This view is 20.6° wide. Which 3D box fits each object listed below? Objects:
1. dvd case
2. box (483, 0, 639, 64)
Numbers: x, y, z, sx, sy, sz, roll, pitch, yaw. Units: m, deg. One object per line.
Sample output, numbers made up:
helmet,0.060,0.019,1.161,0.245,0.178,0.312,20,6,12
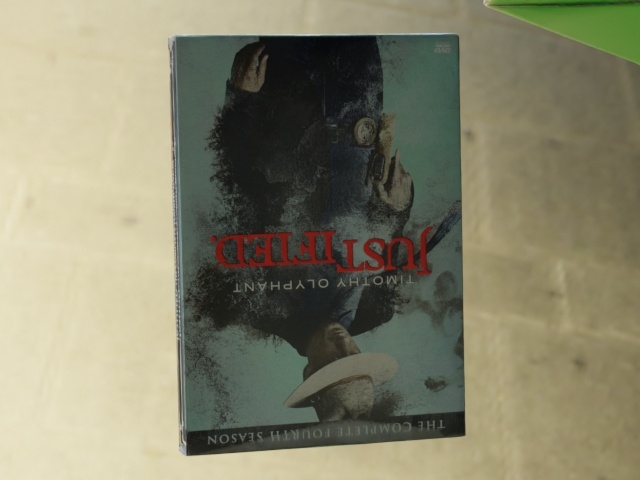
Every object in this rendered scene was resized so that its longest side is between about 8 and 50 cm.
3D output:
dvd case,0.000,0.000,0.508,0.087,0.119,0.013,-1,4,-17
box,0.189,-0.209,0.624,0.127,0.262,0.231,17,70,-22
